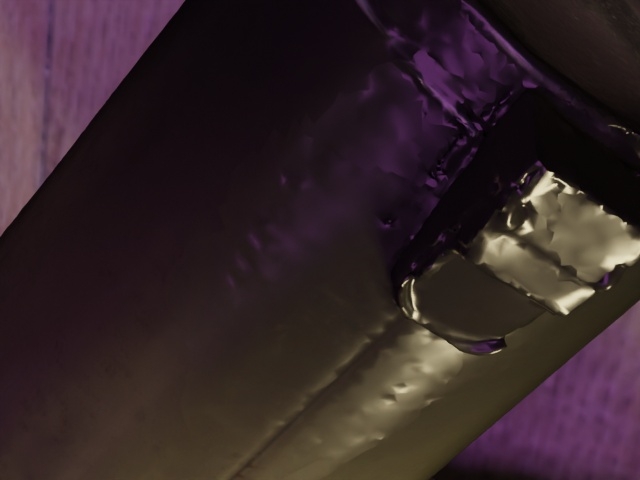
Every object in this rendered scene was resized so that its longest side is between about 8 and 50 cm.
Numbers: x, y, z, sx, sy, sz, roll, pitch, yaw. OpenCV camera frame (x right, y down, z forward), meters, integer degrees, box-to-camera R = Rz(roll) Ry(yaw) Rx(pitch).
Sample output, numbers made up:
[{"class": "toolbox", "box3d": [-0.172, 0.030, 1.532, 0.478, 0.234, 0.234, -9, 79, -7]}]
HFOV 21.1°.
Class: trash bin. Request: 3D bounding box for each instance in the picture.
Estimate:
[{"class": "trash bin", "box3d": [0.000, 0.000, 0.666, 0.203, 0.252, 0.301, 30, 123, -23]}]

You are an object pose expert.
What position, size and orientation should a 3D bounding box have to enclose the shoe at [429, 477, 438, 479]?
[{"class": "shoe", "box3d": [0.087, 0.222, 0.783, 0.138, 0.095, 0.245, -4, 100, 33]}]
